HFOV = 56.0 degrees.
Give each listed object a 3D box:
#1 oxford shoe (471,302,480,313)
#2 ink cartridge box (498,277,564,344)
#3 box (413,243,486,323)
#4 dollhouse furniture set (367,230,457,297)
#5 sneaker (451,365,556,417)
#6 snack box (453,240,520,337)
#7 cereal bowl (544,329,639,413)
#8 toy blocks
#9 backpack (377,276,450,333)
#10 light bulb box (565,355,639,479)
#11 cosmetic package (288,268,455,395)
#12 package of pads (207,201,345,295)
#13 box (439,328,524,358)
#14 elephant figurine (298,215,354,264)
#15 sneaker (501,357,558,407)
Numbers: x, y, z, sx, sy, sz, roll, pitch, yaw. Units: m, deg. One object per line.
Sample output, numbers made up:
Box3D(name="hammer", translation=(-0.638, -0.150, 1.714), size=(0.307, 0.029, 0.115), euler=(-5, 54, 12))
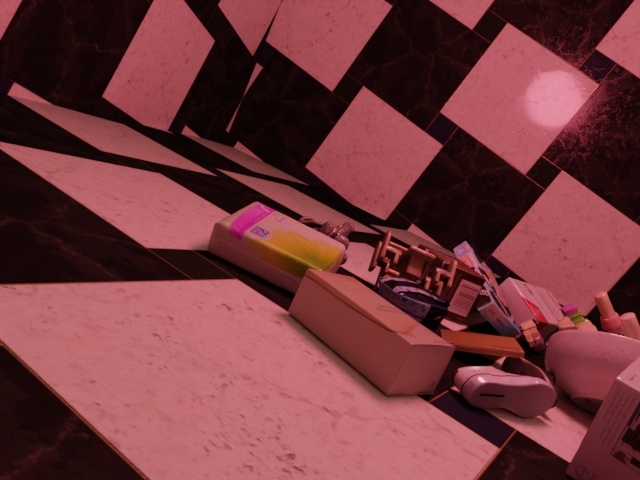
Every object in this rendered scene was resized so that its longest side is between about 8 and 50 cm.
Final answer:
Box3D(name="oxford shoe", translation=(0.558, 0.191, 2.281), size=(0.132, 0.130, 0.364), euler=(41, 16, -5))
Box3D(name="ink cartridge box", translation=(0.761, 0.259, 2.158), size=(0.273, 0.114, 0.197), euler=(15, 37, -39))
Box3D(name="box", translation=(0.389, 0.138, 1.944), size=(0.167, 0.168, 0.203), euler=(21, 10, -19))
Box3D(name="dollhouse furniture set", translation=(0.256, 0.059, 1.744), size=(0.212, 0.161, 0.242), euler=(24, -27, -5))
Box3D(name="sneaker", translation=(0.394, 0.309, 1.284), size=(0.258, 0.094, 0.091), euler=(18, 16, -28))
Box3D(name="snack box", translation=(0.555, 0.164, 2.022), size=(0.187, 0.060, 0.322), euler=(43, 22, -30))
Box3D(name="cereal bowl", translation=(0.730, 0.358, 1.511), size=(0.339, 0.141, 0.339), euler=(19, -21, 8))
Box3D(name="toy blocks", translation=(0.827, 0.356, 1.857), size=(0.260, 0.309, 0.288), euler=(64, 10, -9))
Box3D(name="backpack", translation=(0.221, 0.165, 1.561), size=(0.173, 0.117, 0.158), euler=(17, 12, -37))
Box3D(name="light bulb box", translation=(0.706, 0.380, 1.073), size=(0.361, 0.225, 0.358), euler=(32, 27, 35))
Box3D(name="cosmetic package", translation=(0.096, 0.180, 1.219), size=(0.160, 0.113, 0.309), euler=(13, 14, -47))
Box3D(name="package of pads", translation=(-0.100, 0.020, 1.521), size=(0.296, 0.101, 0.229), euler=(27, 23, 10))
Box3D(name="box", translation=(0.415, 0.267, 1.569), size=(0.201, 0.021, 0.164), euler=(5, 4, 9))
Box3D(name="elephant figurine", translation=(0.000, 0.000, 1.814), size=(0.186, 0.169, 0.239), euler=(37, 13, -15))
Box3D(name="sneaker", translation=(0.540, 0.347, 1.455), size=(0.118, 0.083, 0.222), euler=(21, 9, -11))
